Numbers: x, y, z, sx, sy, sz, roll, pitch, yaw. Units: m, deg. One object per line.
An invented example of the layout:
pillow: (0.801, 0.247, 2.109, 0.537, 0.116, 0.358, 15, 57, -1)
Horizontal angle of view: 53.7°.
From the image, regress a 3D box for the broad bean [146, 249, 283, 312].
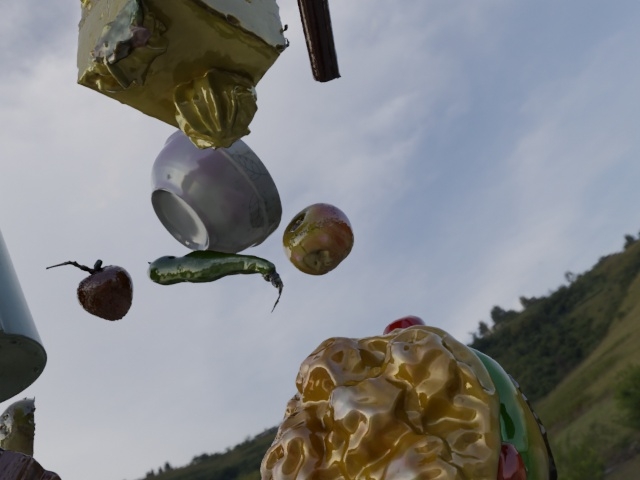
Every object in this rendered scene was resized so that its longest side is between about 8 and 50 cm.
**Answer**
broad bean: (-0.200, 0.058, 1.159, 0.098, 0.318, 0.056, -56, -40, -36)

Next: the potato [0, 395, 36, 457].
potato: (-0.652, 0.427, 1.336, 0.089, 0.101, 0.171, 4, -78, -27)

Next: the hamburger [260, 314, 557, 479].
hamburger: (0.052, 0.166, 0.500, 0.237, 0.237, 0.149, -40, -51, 17)

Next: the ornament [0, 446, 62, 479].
ornament: (-0.505, 0.437, 0.894, 0.221, 0.217, 0.235, -11, -62, 9)

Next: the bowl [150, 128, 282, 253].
bowl: (-0.229, -0.079, 1.255, 0.144, 0.287, 0.287, -46, -18, -32)

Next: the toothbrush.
toothbrush: (-0.023, -0.343, 0.689, 0.041, 0.041, 0.363, -23, -51, -13)

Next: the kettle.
kettle: (-0.668, 0.070, 1.156, 0.250, 0.376, 0.361, -5, -40, -39)

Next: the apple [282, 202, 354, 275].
apple: (0.000, 0.000, 1.239, 0.147, 0.146, 0.146, -23, -30, -14)

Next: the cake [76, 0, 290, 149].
cake: (-0.190, -0.283, 0.871, 0.228, 0.286, 0.222, 21, -48, -37)

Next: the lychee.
lychee: (-0.405, 0.088, 1.169, 0.114, 0.101, 0.140, -38, -49, -25)
